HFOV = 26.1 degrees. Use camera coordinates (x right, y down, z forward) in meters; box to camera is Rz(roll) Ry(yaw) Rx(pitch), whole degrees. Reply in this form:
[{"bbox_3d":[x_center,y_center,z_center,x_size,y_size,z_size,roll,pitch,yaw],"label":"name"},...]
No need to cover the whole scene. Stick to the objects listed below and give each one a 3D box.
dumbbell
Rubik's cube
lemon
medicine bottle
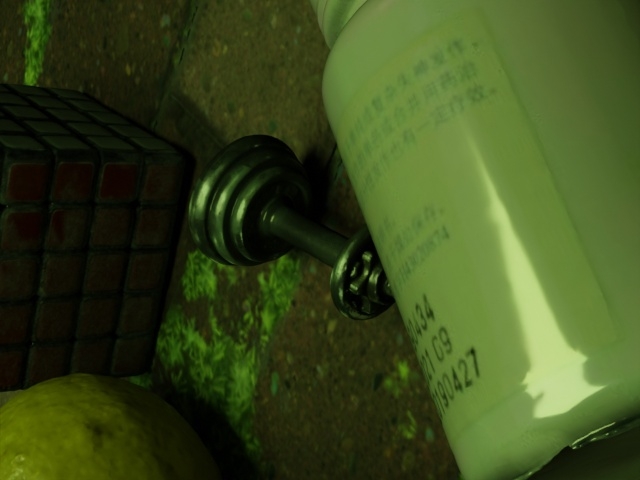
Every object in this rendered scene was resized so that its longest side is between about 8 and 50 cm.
[{"bbox_3d":[0.000,0.000,1.042,0.254,0.110,0.110,29,113,41],"label":"dumbbell"},{"bbox_3d":[-0.296,-0.012,1.291,0.237,0.238,0.237,33,115,45],"label":"Rubik's cube"},{"bbox_3d":[-0.191,0.243,1.180,0.288,0.233,0.233,58,132,30],"label":"lemon"},{"bbox_3d":[0.124,-0.052,0.793,0.213,0.213,0.379,-41,60,44],"label":"medicine bottle"}]
